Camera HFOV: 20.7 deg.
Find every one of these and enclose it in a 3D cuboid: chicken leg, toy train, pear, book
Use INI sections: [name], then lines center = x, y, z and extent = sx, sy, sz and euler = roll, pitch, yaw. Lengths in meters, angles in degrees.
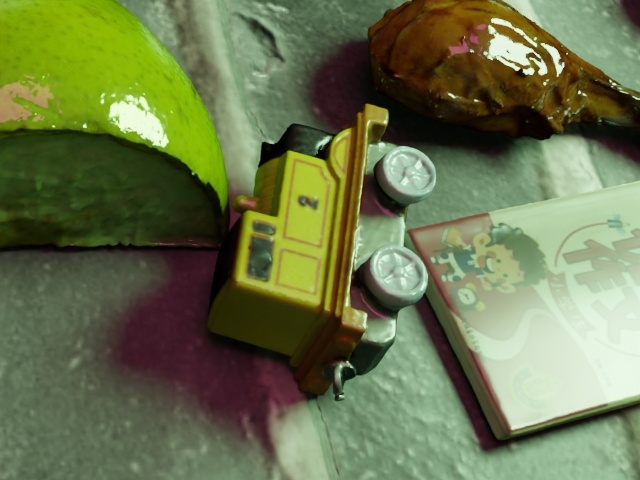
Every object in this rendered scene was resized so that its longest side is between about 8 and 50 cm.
[chicken leg]
center = 0.177, -0.114, 1.264
extent = 0.304, 0.093, 0.113
euler = 12, 43, -17
[toy train]
center = 0.000, 0.000, 1.114
extent = 0.127, 0.089, 0.219
euler = 16, 54, -11
[pear]
center = -0.195, -0.119, 1.107
extent = 0.288, 0.139, 0.239
euler = 0, 49, -22
[book]
center = 0.187, 0.041, 1.197
extent = 0.231, 0.022, 0.162
euler = -12, 63, -25
